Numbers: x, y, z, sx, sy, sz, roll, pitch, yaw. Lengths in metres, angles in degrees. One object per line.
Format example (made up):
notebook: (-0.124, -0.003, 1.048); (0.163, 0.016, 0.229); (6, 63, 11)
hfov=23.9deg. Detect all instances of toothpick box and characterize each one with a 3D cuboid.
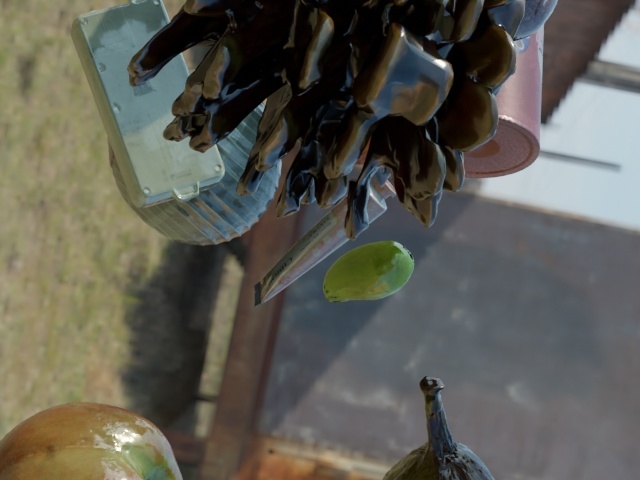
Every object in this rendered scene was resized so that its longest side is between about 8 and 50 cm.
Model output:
toothpick box: (0.256, -0.291, 2.422); (0.204, 0.204, 0.333); (96, -1, -66)

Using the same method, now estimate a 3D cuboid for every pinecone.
pinecone: (0.001, -0.205, 1.341); (0.398, 0.397, 0.398); (11, 90, -88)

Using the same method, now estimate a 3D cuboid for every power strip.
power strip: (-0.208, -0.169, 1.818); (0.270, 0.118, 0.046); (69, -22, 6)

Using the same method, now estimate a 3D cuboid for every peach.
peach: (-0.262, 0.306, 1.638); (0.252, 0.252, 0.252); (11, 90, -88)

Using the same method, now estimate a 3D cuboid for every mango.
mango: (0.073, 0.056, 2.458); (0.074, 0.165, 0.091); (11, 57, -66)

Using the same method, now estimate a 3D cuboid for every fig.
fig: (0.147, 0.311, 1.819); (0.290, 0.190, 0.191); (107, -3, -47)

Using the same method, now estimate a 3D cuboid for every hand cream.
hand cream: (0.000, 0.000, 1.766); (0.209, 0.043, 0.067); (-40, -161, 11)

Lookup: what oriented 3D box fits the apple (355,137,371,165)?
apple: (0.078, -0.220, 1.943); (0.216, 0.260, 0.260); (-38, 152, -34)

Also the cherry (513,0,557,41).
cherry: (0.270, -0.367, 2.156); (0.140, 0.176, 0.176); (-130, -134, -61)

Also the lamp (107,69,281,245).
lamp: (-0.162, -0.115, 1.991); (0.265, 0.233, 0.233); (-155, -105, -70)
